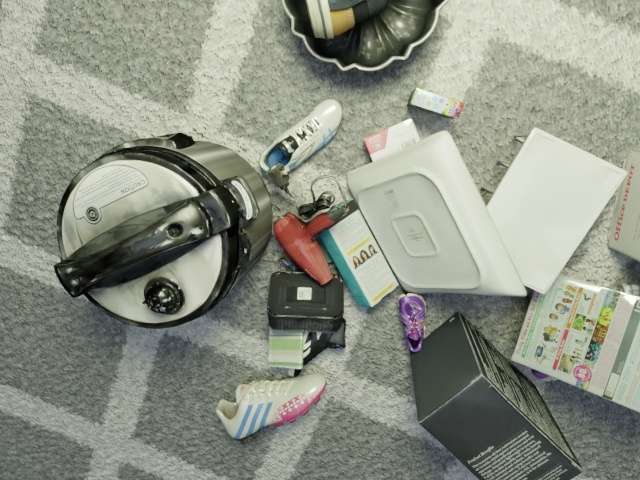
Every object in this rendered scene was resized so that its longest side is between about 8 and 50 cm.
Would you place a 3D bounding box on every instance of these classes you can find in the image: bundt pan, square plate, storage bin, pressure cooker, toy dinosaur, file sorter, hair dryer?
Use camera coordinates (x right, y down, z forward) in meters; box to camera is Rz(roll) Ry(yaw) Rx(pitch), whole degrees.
[{"bbox_3d":[0.091,-0.510,0.880,0.331,0.124,0.330,2,105,8],"label":"bundt pan"},{"bbox_3d":[0.209,-0.021,0.912,0.049,0.347,0.344,-35,101,-26],"label":"square plate"},{"bbox_3d":[-0.035,0.149,1.056,0.180,0.122,0.084,3,145,-2],"label":"storage bin"},{"bbox_3d":[-0.308,-0.024,0.912,0.376,0.420,0.369,24,108,1],"label":"pressure cooker"},{"bbox_3d":[-0.068,0.066,1.104,0.082,0.047,0.090,18,97,-17],"label":"toy dinosaur"},{"bbox_3d":[0.442,-0.071,0.927,0.193,0.173,0.277,26,107,1],"label":"file sorter"},{"bbox_3d":[-0.029,-0.020,0.965,0.224,0.080,0.293,26,140,44],"label":"hair dryer"}]

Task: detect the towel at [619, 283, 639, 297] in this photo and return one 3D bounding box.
[{"bbox_3d":[0.818,0.243,0.991,0.235,0.121,0.283,2,105,6],"label":"towel"}]

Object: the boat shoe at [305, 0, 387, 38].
[{"bbox_3d":[0.010,-0.609,0.712,0.156,0.187,0.500,-11,109,5],"label":"boat shoe"}]

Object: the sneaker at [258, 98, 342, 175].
[{"bbox_3d":[-0.044,-0.231,0.995,0.237,0.086,0.085,-39,95,14],"label":"sneaker"}]

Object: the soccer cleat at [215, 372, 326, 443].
[{"bbox_3d":[-0.143,0.429,1.172,0.331,0.116,0.143,-34,99,15],"label":"soccer cleat"}]

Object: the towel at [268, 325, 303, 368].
[{"bbox_3d":[-0.086,0.249,1.114,0.113,0.023,0.152,-7,74,35],"label":"towel"}]

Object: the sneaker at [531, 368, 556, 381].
[{"bbox_3d":[0.589,0.234,1.040,0.104,0.095,0.236,42,101,2],"label":"sneaker"}]

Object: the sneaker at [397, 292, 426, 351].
[{"bbox_3d":[0.231,0.203,1.065,0.068,0.071,0.170,-9,118,15],"label":"sneaker"}]

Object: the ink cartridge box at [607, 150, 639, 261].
[{"bbox_3d":[0.714,-0.049,0.828,0.131,0.306,0.226,4,106,6],"label":"ink cartridge box"}]

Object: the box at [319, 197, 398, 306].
[{"bbox_3d":[0.084,0.031,1.037,0.100,0.060,0.244,-34,101,-27],"label":"box"}]

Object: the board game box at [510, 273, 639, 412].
[{"bbox_3d":[0.603,0.213,0.928,0.303,0.097,0.224,20,95,33],"label":"board game box"}]

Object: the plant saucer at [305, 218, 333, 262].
[{"bbox_3d":[0.000,0.000,1.085,0.119,0.021,0.119,2,106,7],"label":"plant saucer"}]

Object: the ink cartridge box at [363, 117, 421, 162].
[{"bbox_3d":[0.189,-0.164,0.991,0.115,0.067,0.198,-21,100,13],"label":"ink cartridge box"}]

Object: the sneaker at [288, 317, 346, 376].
[{"bbox_3d":[0.000,0.280,1.131,0.121,0.079,0.216,21,106,3],"label":"sneaker"}]

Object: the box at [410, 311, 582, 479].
[{"bbox_3d":[0.372,0.371,0.996,0.294,0.296,0.183,45,107,-5],"label":"box"}]

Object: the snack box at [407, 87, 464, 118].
[{"bbox_3d":[0.238,-0.287,0.912,0.100,0.141,0.037,17,108,2],"label":"snack box"}]
